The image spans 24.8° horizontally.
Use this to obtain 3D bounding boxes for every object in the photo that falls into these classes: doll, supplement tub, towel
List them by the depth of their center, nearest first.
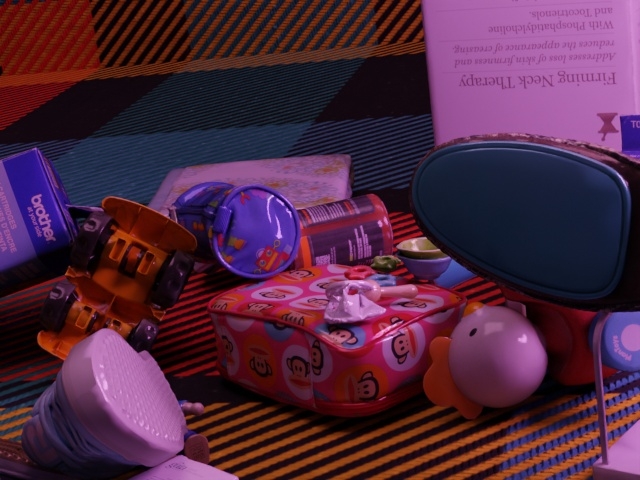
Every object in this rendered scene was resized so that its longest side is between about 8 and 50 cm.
[{"bbox_3d":[-0.186,0.214,1.632,0.129,0.046,0.189,-29,25,-21],"label":"doll"},{"bbox_3d":[0.000,0.000,2.124,0.197,0.106,0.106,-12,18,-15],"label":"supplement tub"},{"bbox_3d":[-0.112,-0.054,2.375,0.320,0.090,0.374,-3,18,5],"label":"towel"}]

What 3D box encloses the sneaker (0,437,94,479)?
[{"bbox_3d":[-0.372,0.276,1.473,0.282,0.153,0.099,17,-3,-37],"label":"sneaker"}]

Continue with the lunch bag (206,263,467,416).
[{"bbox_3d":[0.034,0.105,1.764,0.258,0.120,0.293,-21,21,-37],"label":"lunch bag"}]

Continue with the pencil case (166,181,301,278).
[{"bbox_3d":[-0.122,-0.020,1.945,0.133,0.119,0.306,15,-1,-17],"label":"pencil case"}]

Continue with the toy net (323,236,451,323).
[{"bbox_3d":[0.060,0.041,1.703,0.122,0.045,0.232,9,19,32],"label":"toy net"}]

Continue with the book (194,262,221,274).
[{"bbox_3d":[-0.123,-0.004,2.148,0.144,0.035,0.096,-38,-8,5],"label":"book"}]

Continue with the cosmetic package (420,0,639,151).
[{"bbox_3d":[0.376,-0.267,2.325,0.329,0.394,0.327,0,19,24],"label":"cosmetic package"}]

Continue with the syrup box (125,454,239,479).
[{"bbox_3d":[-0.184,0.288,1.325,0.237,0.096,0.093,-20,21,-40],"label":"syrup box"}]

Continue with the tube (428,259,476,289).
[{"bbox_3d":[0.230,0.003,1.845,0.207,0.052,0.080,-26,29,-6],"label":"tube"}]

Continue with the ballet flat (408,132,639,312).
[{"bbox_3d":[0.329,-0.004,1.416,0.482,0.164,0.182,10,3,28],"label":"ballet flat"}]

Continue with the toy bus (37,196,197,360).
[{"bbox_3d":[-0.267,0.075,1.921,0.149,0.220,0.211,26,-12,-2],"label":"toy bus"}]

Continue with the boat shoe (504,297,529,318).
[{"bbox_3d":[0.306,0.030,1.925,0.104,0.111,0.307,-3,30,13],"label":"boat shoe"}]

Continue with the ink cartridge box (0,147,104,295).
[{"bbox_3d":[-0.473,0.001,2.000,0.395,0.151,0.270,-22,-4,-6],"label":"ink cartridge box"}]

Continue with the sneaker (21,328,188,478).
[{"bbox_3d":[-0.222,0.183,1.414,0.150,0.135,0.366,-30,-10,-3],"label":"sneaker"}]

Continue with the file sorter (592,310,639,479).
[{"bbox_3d":[0.426,0.143,1.407,0.277,0.173,0.193,7,23,36],"label":"file sorter"}]

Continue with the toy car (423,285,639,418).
[{"bbox_3d":[0.212,0.095,1.624,0.238,0.210,0.219,-28,7,-12],"label":"toy car"}]

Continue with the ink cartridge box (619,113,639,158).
[{"bbox_3d":[0.495,-0.051,1.894,0.223,0.224,0.045,2,20,29],"label":"ink cartridge box"}]
